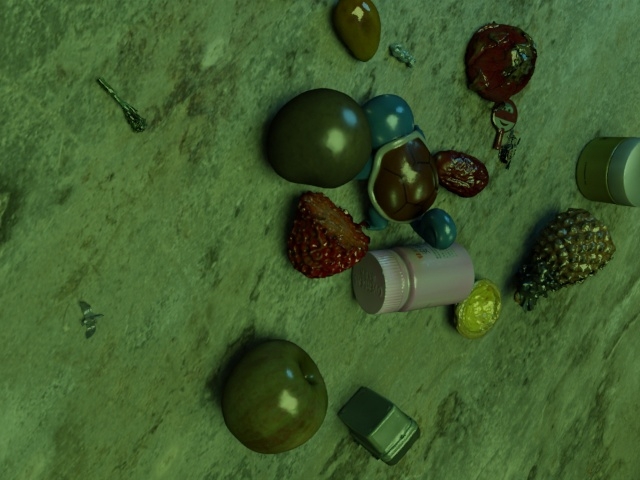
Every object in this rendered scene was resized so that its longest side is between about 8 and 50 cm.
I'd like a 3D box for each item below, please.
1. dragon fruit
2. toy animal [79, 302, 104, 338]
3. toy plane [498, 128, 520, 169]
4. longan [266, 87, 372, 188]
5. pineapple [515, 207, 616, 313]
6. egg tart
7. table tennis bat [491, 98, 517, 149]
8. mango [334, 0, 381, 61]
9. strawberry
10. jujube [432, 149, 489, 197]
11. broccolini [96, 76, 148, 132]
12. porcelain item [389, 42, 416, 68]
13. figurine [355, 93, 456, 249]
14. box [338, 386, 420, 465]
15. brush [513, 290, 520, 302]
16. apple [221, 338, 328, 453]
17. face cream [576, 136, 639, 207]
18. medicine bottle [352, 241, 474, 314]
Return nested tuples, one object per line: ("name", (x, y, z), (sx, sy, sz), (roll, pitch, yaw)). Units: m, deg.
("dragon fruit", (0.526, -0.495, 1.740), (0.218, 0.148, 0.223), (35, 81, -27))
("toy animal", (-0.501, 0.173, 1.388), (0.050, 0.028, 0.084), (-8, 105, -18))
("toy plane", (0.564, -0.273, 1.875), (0.049, 0.031, 0.120), (12, 96, -35))
("longan", (-0.004, -0.230, 1.471), (0.248, 0.248, 0.248), (-6, 103, -27))
("pineapple", (0.719, 0.078, 1.941), (0.357, 0.223, 0.223), (-43, 117, -3))
("egg tart", (0.463, 0.201, 1.888), (0.191, 0.074, 0.191), (-6, 102, -28))
("table tennis bat", (0.536, -0.342, 1.855), (0.098, 0.019, 0.154), (13, 91, -29))
("mango", (0.096, -0.525, 1.542), (0.111, 0.089, 0.163), (-43, 127, -2))
("strawberry", (0.000, 0.000, 1.568), (0.234, 0.234, 0.178), (30, 115, -30))
("jujube", (0.384, -0.187, 1.749), (0.176, 0.109, 0.112), (23, 84, -26))
("broccolini", (-0.426, -0.287, 1.345), (0.035, 0.030, 0.140), (-33, 114, 21))
("porcelain item", (0.214, -0.484, 1.646), (0.083, 0.028, 0.036), (32, 67, -28))
("figurine", (0.197, -0.157, 1.618), (0.298, 0.243, 0.416), (-24, 90, -13))
("box", (0.155, 0.499, 1.707), (0.148, 0.210, 0.129), (-46, 110, -15))
("brush", (0.749, 0.127, 2.063), (0.314, 0.017, 0.090), (-25, 108, -22))
("apple", (-0.112, 0.380, 1.526), (0.234, 0.256, 0.257), (-37, 119, 16))
("face cream", (0.962, -0.222, 2.012), (0.218, 0.179, 0.218), (-6, 103, -27))
("medicine bottle", (0.249, 0.099, 1.694), (0.291, 0.178, 0.178), (-5, 102, -26))
